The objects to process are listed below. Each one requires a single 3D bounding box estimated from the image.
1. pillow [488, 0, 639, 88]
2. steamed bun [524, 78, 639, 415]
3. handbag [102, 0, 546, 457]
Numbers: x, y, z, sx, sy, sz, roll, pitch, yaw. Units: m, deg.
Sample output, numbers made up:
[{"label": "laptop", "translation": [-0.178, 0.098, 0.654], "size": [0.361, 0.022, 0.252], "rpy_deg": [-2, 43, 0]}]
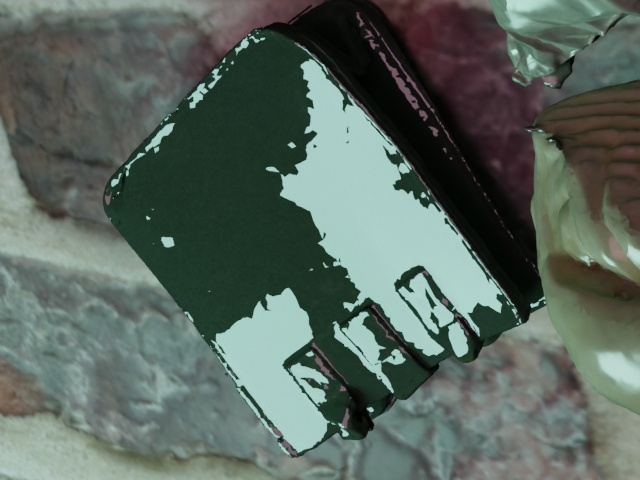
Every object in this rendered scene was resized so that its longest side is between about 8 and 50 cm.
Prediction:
[{"label": "pillow", "translation": [0.155, -0.243, 0.652], "size": [0.283, 0.138, 0.310], "rpy_deg": [-18, 99, 39]}, {"label": "steamed bun", "translation": [0.258, 0.028, 0.654], "size": [0.320, 0.275, 0.206], "rpy_deg": [45, 159, 54]}, {"label": "handbag", "translation": [0.001, -0.001, 0.927], "size": [0.247, 0.079, 0.260], "rpy_deg": [-36, 91, 42]}]
